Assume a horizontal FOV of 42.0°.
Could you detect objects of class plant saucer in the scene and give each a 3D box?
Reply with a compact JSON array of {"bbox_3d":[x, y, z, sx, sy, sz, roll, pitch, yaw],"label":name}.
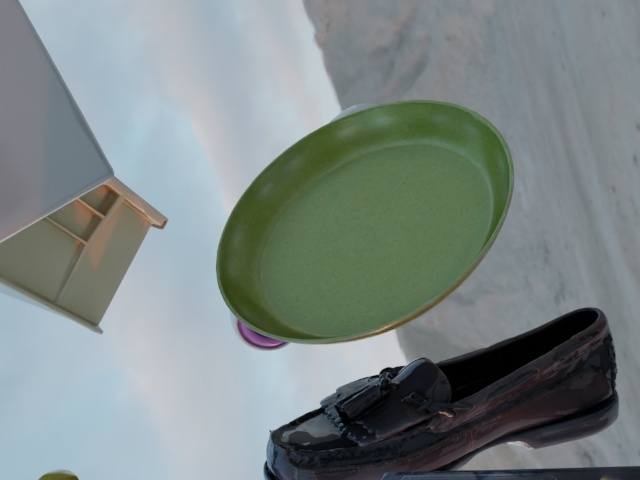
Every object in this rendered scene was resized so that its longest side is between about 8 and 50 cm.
[{"bbox_3d":[0.033,-0.013,0.637,0.241,0.241,0.037,-92,-23,-45],"label":"plant saucer"}]

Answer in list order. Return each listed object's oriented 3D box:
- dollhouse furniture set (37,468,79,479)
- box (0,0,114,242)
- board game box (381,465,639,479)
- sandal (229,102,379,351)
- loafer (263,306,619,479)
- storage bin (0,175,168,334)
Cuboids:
[{"bbox_3d":[-0.268,0.329,0.576,0.198,0.286,0.303,86,160,-54],"label":"dollhouse furniture set"},{"bbox_3d":[-0.191,-0.034,0.359,0.130,0.170,0.091,-36,-68,-28],"label":"box"},{"bbox_3d":[0.061,0.188,0.344,0.243,0.165,0.042,-46,-61,-54],"label":"board game box"},{"bbox_3d":[0.013,0.005,1.210,0.169,0.416,0.102,20,-160,-25],"label":"sandal"},{"bbox_3d":[0.097,0.116,0.643,0.109,0.302,0.095,-145,49,-62],"label":"loafer"},{"bbox_3d":[-0.319,-0.049,0.698,0.123,0.262,0.260,-66,-30,-15],"label":"storage bin"}]
